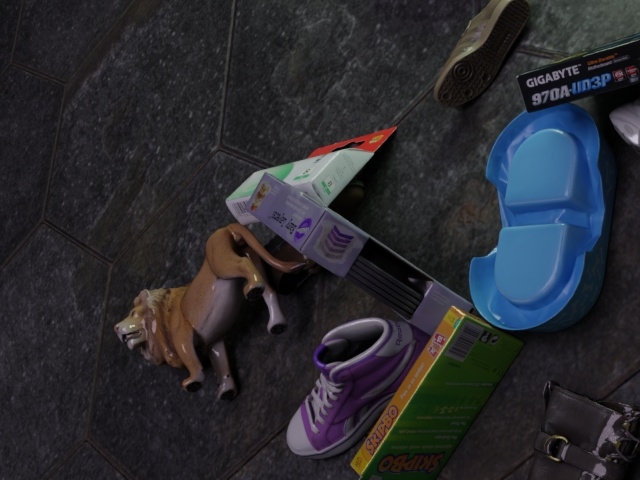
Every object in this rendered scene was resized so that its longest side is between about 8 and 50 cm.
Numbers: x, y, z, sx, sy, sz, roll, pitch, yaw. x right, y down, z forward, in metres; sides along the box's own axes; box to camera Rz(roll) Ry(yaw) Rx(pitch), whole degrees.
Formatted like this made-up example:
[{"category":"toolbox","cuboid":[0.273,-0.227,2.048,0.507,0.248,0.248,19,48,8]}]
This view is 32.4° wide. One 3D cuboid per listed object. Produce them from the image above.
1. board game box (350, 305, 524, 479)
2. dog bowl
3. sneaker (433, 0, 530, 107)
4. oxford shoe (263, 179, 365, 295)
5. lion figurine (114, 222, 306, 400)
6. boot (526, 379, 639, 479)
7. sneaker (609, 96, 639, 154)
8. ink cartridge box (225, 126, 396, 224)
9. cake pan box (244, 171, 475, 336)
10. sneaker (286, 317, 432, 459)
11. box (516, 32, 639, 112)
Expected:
[{"category":"board game box","cuboid":[0.140,0.212,1.368,0.039,0.124,0.259,37,99,50]},{"category":"dog bowl","cuboid":[0.284,-0.024,1.371,0.166,0.074,0.297,-5,69,45]},{"category":"sneaker","cuboid":[0.226,-0.273,1.574,0.188,0.066,0.071,-50,26,10]},{"category":"oxford shoe","cuboid":[0.000,0.000,1.662,0.227,0.083,0.096,-50,49,31]},{"category":"lion figurine","cuboid":[-0.167,0.087,1.722,0.392,0.142,0.240,-48,46,28]},{"category":"boot","cuboid":[0.298,0.285,1.192,0.263,0.091,0.229,27,92,51]},{"category":"sneaker","cuboid":[0.428,-0.112,1.252,0.115,0.090,0.232,-45,45,17]},{"category":"ink cartridge box","cuboid":[-0.012,-0.114,1.652,0.181,0.056,0.224,-10,30,43]},{"category":"cake pan box","cuboid":[0.045,0.020,1.419,0.070,0.246,0.267,-58,24,1]},{"category":"sneaker","cuboid":[0.018,0.190,1.482,0.282,0.161,0.102,-43,47,25]},{"category":"box","cuboid":[0.369,-0.215,1.301,0.220,0.175,0.051,-12,100,43]}]
